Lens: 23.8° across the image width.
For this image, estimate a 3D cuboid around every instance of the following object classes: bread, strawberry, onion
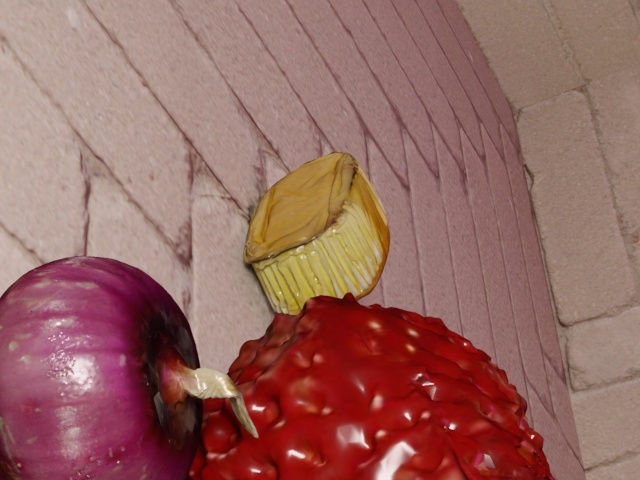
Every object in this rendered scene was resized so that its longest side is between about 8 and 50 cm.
[{"bbox_3d":[0.000,0.000,1.550,0.114,0.132,0.190,63,22,-21],"label":"bread"},{"bbox_3d":[0.051,0.204,1.040,0.295,0.317,0.345,53,-17,-24],"label":"strawberry"},{"bbox_3d":[-0.143,0.095,0.972,0.177,0.153,0.177,34,39,-32],"label":"onion"}]
